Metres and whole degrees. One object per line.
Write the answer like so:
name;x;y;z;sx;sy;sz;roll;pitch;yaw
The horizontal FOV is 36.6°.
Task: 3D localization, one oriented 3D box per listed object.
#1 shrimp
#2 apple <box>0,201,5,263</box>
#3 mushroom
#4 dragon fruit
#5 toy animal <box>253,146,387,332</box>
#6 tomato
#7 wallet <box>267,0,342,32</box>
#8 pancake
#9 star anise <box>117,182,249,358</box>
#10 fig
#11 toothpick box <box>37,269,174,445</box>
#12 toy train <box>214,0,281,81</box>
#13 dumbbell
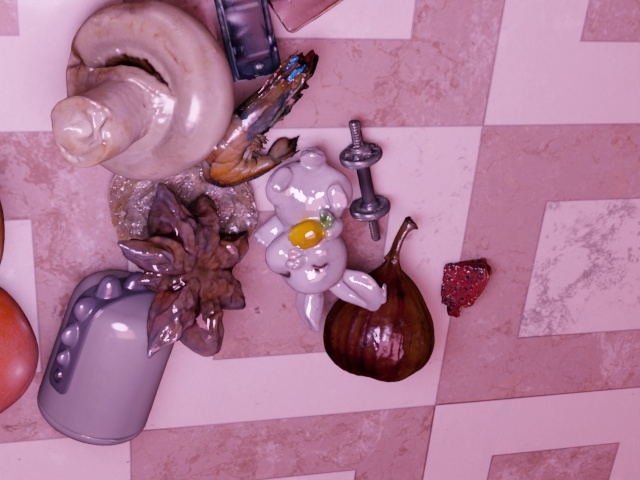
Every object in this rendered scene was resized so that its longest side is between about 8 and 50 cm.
shrimp;-0.078;-0.198;1.654;0.290;0.054;0.222;-50;155;16
apple;-0.651;-0.009;1.521;0.319;0.319;0.277;-10;141;-10
mushroom;-0.294;-0.224;1.486;0.293;0.290;0.292;6;107;22
dragon fruit;0.302;0.096;1.994;0.097;0.063;0.131;12;116;18
toy animal;-0.007;-0.001;1.764;0.209;0.154;0.325;-21;112;14
tomato;-0.614;0.192;1.670;0.256;0.255;0.224;-33;142;4
wallet;-0.004;-0.429;1.620;0.176;0.026;0.095;-35;116;5
pancake;-0.246;-0.058;1.746;0.283;0.049;0.282;-9;123;-14
star anise;-0.234;0.054;1.658;0.108;0.315;0.315;0;130;34
fig;0.129;0.106;1.878;0.217;0.217;0.320;6;100;-19
toothpick box;-0.383;0.192;1.754;0.229;0.229;0.316;13;113;-22
toy train;-0.144;-0.454;1.530;0.086;0.089;0.409;-13;121;-3
dumbbell;0.084;-0.108;1.793;0.082;0.081;0.253;-17;122;-6
